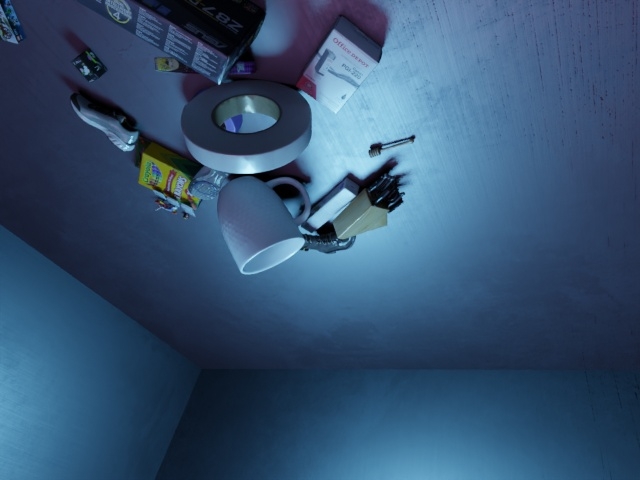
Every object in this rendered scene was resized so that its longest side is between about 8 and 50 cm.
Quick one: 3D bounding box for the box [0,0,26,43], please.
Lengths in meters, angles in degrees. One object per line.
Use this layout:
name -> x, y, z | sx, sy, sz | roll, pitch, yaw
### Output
box -> -1.081, -0.771, 1.327 | 0.159, 0.044, 0.233 | 14, 141, 3

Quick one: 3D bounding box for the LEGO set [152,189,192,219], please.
LEGO set -> -0.659, -0.140, 1.861 | 0.182, 0.060, 0.244 | 26, 167, -7

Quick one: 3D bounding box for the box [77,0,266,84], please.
box -> -0.369, -0.603, 1.058 | 0.395, 0.318, 0.097 | 28, 137, -13

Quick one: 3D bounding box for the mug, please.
mug -> -0.215, -0.099, 1.630 | 0.374, 0.328, 0.276 | -30, 166, 3

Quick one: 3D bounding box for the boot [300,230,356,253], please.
boot -> 0.000, 0.000, 1.758 | 0.229, 0.091, 0.263 | 7, 153, -36

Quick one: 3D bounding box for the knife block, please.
knife block -> 0.173, -0.132, 1.544 | 0.275, 0.088, 0.242 | -17, 148, 1

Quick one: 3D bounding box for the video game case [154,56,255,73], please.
video game case -> -0.332, -0.517, 1.225 | 0.210, 0.232, 0.042 | 8, 114, 12

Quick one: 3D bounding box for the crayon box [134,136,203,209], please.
crayon box -> -0.636, -0.276, 1.736 | 0.318, 0.081, 0.202 | 26, 141, -11

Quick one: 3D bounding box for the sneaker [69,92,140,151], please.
sneaker -> -0.813, -0.466, 1.575 | 0.271, 0.100, 0.108 | 39, 112, -21

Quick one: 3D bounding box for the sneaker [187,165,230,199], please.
sneaker -> -0.406, -0.267, 1.602 | 0.111, 0.129, 0.297 | 36, 126, -27

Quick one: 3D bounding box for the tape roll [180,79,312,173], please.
tape roll -> -0.219, -0.355, 1.248 | 0.392, 0.392, 0.072 | 11, 142, 7

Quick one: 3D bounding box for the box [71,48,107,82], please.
box -> -0.791, -0.598, 1.417 | 0.052, 0.062, 0.083 | -7, 136, 29

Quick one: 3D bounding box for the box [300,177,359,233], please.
box -> 0.032, -0.135, 1.681 | 0.067, 0.063, 0.324 | 30, 140, -19

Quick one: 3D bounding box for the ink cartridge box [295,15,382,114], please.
ink cartridge box -> 0.052, -0.504, 1.208 | 0.158, 0.092, 0.218 | 30, 138, -17

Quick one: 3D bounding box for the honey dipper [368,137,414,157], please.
honey dipper -> 0.243, -0.318, 1.415 | 0.160, 0.030, 0.030 | -12, 134, 26

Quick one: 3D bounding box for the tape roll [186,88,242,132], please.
tape roll -> -0.377, -0.430, 1.459 | 0.189, 0.080, 0.189 | 9, 141, 8
